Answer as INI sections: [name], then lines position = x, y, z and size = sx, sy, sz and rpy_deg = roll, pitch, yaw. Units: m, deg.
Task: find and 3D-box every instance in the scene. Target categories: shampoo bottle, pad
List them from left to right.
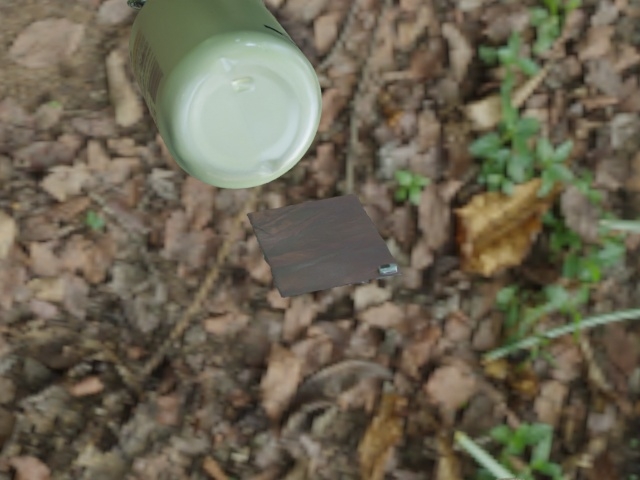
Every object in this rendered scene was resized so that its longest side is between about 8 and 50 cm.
[shampoo bottle]
position = -0.054, -0.090, 0.800
size = 0.079, 0.162, 0.079
rpy_deg = -6, 116, -13
[pad]
position = 0.000, 0.000, 1.475
size = 0.113, 0.188, 0.006
rpy_deg = -12, 116, -7

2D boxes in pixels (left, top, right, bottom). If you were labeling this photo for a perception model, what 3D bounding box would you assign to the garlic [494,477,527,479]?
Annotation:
[garlic]
position = 0.112, 0.175, 0.966
size = 0.053, 0.041, 0.083
rpy_deg = 46, 52, 3
